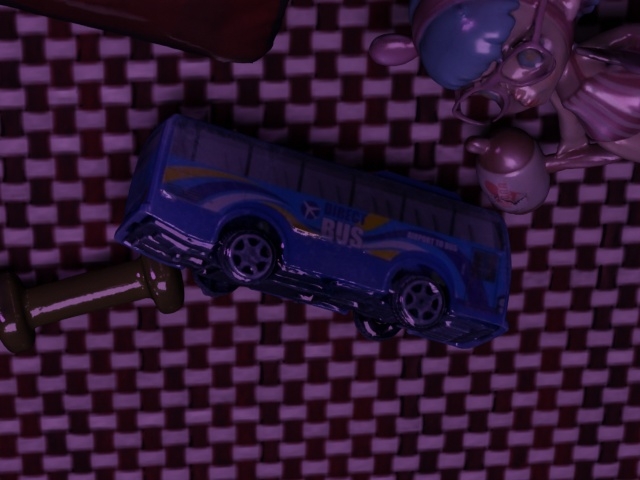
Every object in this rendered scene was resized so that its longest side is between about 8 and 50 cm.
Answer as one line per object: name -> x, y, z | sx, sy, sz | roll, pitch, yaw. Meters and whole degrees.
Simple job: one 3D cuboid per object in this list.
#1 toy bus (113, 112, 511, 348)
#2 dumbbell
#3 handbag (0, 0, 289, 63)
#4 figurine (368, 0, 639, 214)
toy bus -> 0.001, -0.002, 1.120 | 0.236, 0.079, 0.094 | 16, 77, -17
dumbbell -> -0.143, 0.032, 1.148 | 0.118, 0.052, 0.046 | -16, 155, 0
handbag -> -0.108, -0.209, 0.942 | 0.254, 0.181, 0.181 | 13, 119, -18
figurine -> 0.154, -0.089, 1.108 | 0.260, 0.103, 0.205 | 22, 150, -21
